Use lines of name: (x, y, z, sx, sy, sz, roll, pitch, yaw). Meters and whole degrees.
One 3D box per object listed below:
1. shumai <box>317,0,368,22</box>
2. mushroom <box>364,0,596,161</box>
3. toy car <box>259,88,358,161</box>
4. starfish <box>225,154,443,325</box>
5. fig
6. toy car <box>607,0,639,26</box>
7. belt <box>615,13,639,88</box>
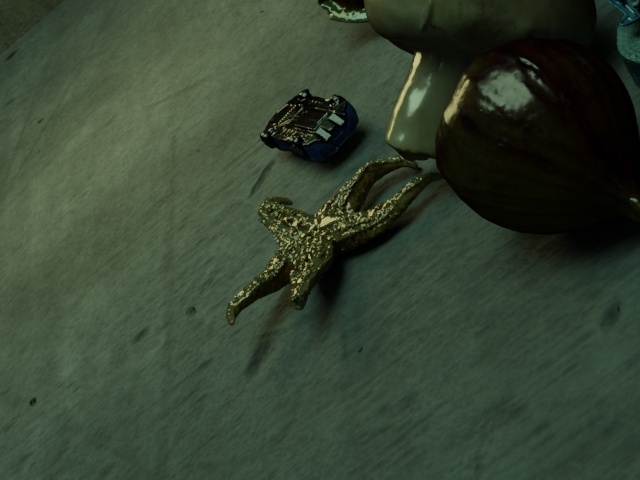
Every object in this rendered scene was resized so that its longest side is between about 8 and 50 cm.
shumai: (0.063, -0.455, 2.283, 0.330, 0.292, 0.288, -27, 67, 43)
mushroom: (0.187, -0.230, 1.752, 0.292, 0.292, 0.290, 14, 96, 59)
toy car: (-0.015, -0.161, 2.075, 0.103, 0.063, 0.216, -47, 21, -9)
starfish: (0.002, 0.003, 1.818, 0.299, 0.060, 0.302, -4, 40, 43)
fig: (0.269, -0.064, 1.475, 0.217, 0.217, 0.321, -43, 55, 1)
toy car: (0.384, -0.303, 1.545, 0.161, 0.098, 0.126, -45, 64, 38)
belt: (0.410, -0.229, 1.575, 0.163, 0.082, 0.147, -20, 44, 24)
